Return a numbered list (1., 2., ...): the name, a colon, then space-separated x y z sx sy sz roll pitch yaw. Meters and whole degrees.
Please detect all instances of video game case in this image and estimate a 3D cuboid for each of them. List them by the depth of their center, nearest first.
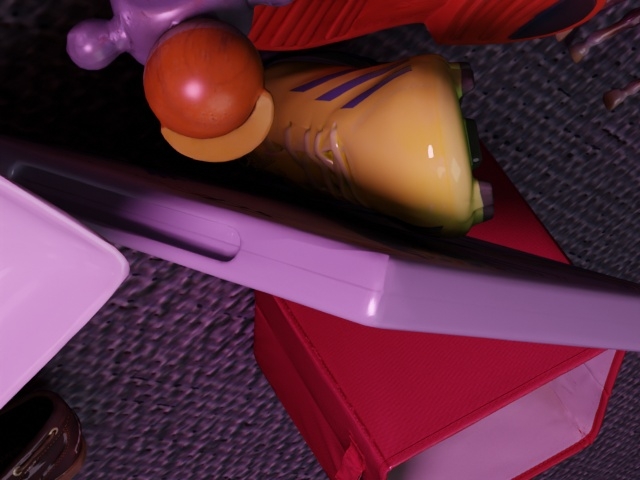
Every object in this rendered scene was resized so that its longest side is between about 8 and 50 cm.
1. video game case: 0.000 0.000 0.929 0.329 0.300 0.036 10 96 -55

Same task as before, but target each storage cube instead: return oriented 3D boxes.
1. storage cube: 0.076 0.074 1.227 0.215 0.193 0.183 -28 154 -14

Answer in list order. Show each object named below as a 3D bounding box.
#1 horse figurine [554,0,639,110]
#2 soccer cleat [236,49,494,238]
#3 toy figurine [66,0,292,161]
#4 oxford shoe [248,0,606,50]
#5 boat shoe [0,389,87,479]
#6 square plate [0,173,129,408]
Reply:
1. horse figurine: 0.231 -0.171 1.122 0.174 0.066 0.263 -32 158 12
2. soccer cleat: 0.010 -0.049 0.905 0.121 0.093 0.289 -8 -170 -9
3. toy figurine: -0.073 -0.146 0.646 0.210 0.148 0.213 19 127 -32
4. oxford shoe: 0.011 -0.157 0.880 0.271 0.098 0.097 0 161 -24
5. boat shoe: -0.253 0.166 1.154 0.207 0.073 0.073 -35 154 -13
6. square plate: -0.312 0.023 0.678 0.347 0.049 0.344 35 113 -26
